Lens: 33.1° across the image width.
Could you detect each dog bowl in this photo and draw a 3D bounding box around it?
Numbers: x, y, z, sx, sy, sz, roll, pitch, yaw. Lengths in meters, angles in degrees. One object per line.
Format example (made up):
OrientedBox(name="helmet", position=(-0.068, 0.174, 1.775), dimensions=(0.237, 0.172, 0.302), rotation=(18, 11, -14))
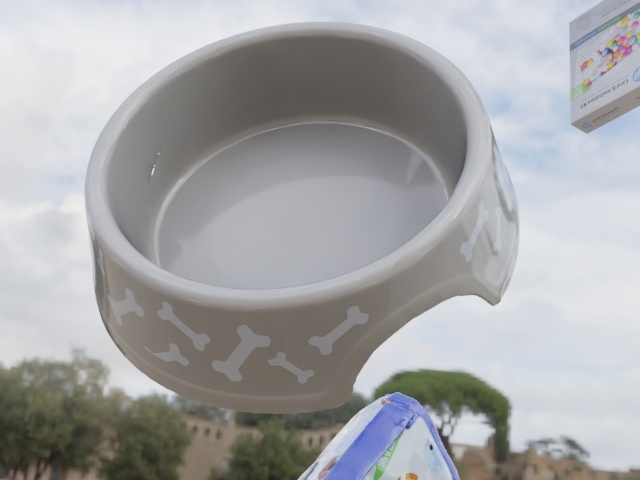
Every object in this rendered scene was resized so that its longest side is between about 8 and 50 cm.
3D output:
OrientedBox(name="dog bowl", position=(-0.021, -0.039, 0.833), dimensions=(0.349, 0.348, 0.102), rotation=(3, -41, 12))

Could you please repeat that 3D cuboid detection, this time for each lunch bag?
OrientedBox(name="lunch bag", position=(0.028, 0.416, 1.306), dimensions=(0.239, 0.328, 0.385), rotation=(16, -54, 26))

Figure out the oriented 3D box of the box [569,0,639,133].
OrientedBox(name="box", position=(0.410, -0.258, 1.488), dimensions=(0.038, 0.186, 0.145), rotation=(23, -32, -29))
